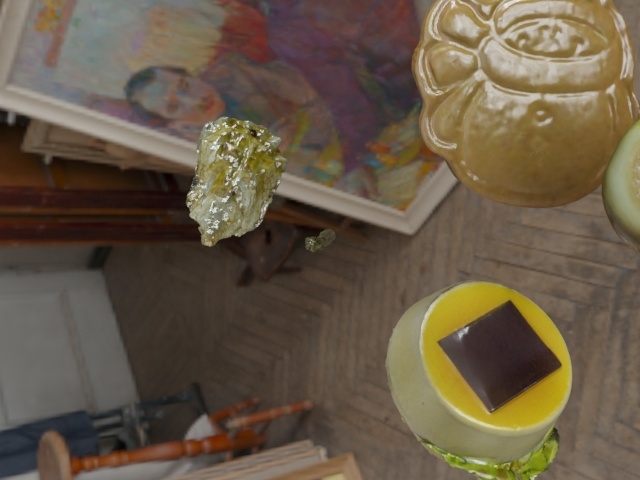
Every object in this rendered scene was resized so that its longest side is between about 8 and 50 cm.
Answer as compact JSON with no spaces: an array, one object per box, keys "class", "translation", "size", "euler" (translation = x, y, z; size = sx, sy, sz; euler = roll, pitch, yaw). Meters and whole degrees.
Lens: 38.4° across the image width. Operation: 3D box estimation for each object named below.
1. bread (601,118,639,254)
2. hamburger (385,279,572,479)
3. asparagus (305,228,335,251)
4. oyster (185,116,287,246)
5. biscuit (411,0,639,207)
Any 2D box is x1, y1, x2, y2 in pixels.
[{"class":"bread","translation":[0.419,-0.064,1.004],"size":[0.213,0.105,0.213],"euler":[-12,63,24]},{"class":"hamburger","translation":[0.110,0.097,0.628],"size":[0.141,0.126,0.081],"euler":[40,145,8]},{"class":"asparagus","translation":[0.000,0.000,0.921],"size":[0.015,0.127,0.018],"euler":[-30,90,9]},{"class":"oyster","translation":[-0.094,-0.067,0.955],"size":[0.122,0.146,0.045],"euler":[48,159,19]},{"class":"biscuit","translation":[0.278,-0.215,1.238],"size":[0.057,0.312,0.351],"euler":[-137,37,-78]}]
